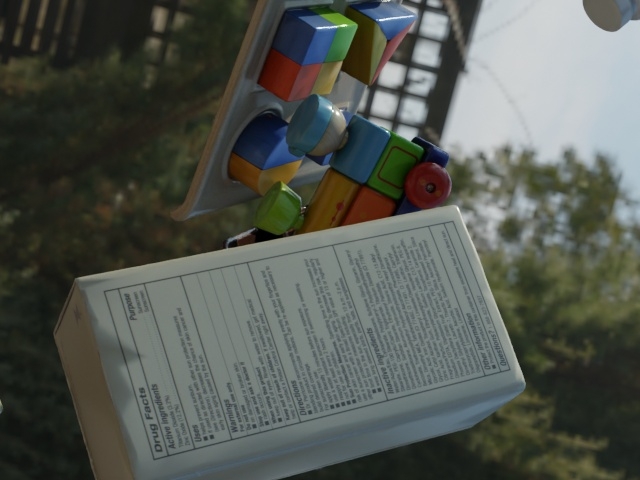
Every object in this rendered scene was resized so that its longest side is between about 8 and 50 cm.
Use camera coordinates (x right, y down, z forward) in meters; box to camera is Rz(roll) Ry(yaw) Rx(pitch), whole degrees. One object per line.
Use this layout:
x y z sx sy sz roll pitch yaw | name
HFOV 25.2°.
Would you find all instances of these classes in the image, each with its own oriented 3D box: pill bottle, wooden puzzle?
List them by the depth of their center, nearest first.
0.312 -0.257 1.395 0.120 0.067 0.067 -41 170 -20 | pill bottle
-0.007 -0.174 1.721 0.322 0.080 0.348 -20 143 -57 | wooden puzzle

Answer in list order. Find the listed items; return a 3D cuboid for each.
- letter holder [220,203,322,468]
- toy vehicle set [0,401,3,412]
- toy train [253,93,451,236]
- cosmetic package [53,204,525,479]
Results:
0.015 0.105 1.780 0.302 0.152 0.214 67 13 -1 | letter holder
-0.409 0.126 1.146 0.166 0.267 0.035 -51 154 -28 | toy vehicle set
0.000 0.000 1.296 0.248 0.143 0.105 -62 -162 6 | toy train
-0.023 0.088 1.063 0.113 0.309 0.160 127 -51 -60 | cosmetic package
